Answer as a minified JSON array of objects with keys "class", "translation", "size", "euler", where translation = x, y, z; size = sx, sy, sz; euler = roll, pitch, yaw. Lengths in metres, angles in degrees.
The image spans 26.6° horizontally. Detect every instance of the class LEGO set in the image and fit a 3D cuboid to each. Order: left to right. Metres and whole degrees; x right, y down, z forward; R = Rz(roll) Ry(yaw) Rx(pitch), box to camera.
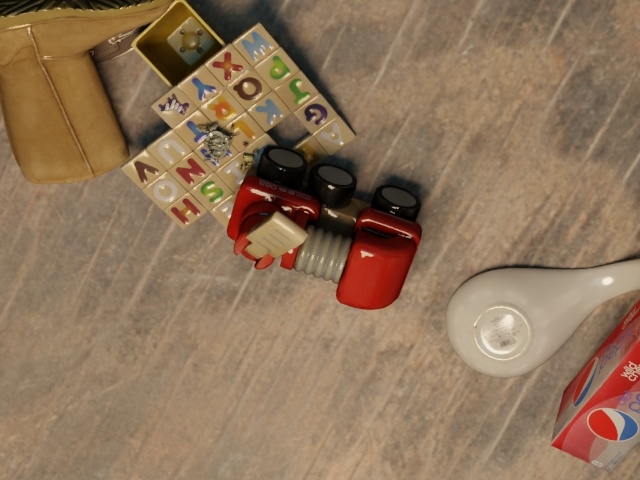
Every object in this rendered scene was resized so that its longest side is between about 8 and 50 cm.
[{"class":"LEGO set","translation":[-0.109,-0.108,1.577],"size":[0.083,0.023,0.054],"euler":[13,119,-22]}]

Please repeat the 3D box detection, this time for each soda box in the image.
[{"class":"soda box","translation":[0.359,0.156,1.551],"size":[0.083,0.092,0.263],"euler":[25,138,0]}]

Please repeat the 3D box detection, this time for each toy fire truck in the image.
[{"class":"toy fire truck","translation":[0.000,0.000,1.516],"size":[0.217,0.246,0.158],"euler":[20,119,0]}]

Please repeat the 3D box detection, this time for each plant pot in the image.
[{"class":"plant pot","translation":[-0.157,-0.229,1.579],"size":[0.081,0.083,0.081],"euler":[-42,96,11]}]

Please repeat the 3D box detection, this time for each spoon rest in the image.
[{"class":"spoon rest","translation":[0.283,0.081,1.625],"size":[0.276,0.084,0.137],"euler":[-19,99,22]}]

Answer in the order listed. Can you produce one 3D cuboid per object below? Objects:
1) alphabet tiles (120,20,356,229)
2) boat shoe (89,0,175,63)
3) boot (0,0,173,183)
[{"class":"alphabet tiles","translation":[-0.107,-0.117,1.592],"size":[0.237,0.009,0.198],"euler":[-36,125,10]},{"class":"boat shoe","translation":[-0.304,-0.251,1.578],"size":[0.324,0.097,0.116],"euler":[-20,100,8]},{"class":"boot","translation":[-0.258,-0.186,1.533],"size":[0.236,0.089,0.269],"euler":[-4,141,5]}]
